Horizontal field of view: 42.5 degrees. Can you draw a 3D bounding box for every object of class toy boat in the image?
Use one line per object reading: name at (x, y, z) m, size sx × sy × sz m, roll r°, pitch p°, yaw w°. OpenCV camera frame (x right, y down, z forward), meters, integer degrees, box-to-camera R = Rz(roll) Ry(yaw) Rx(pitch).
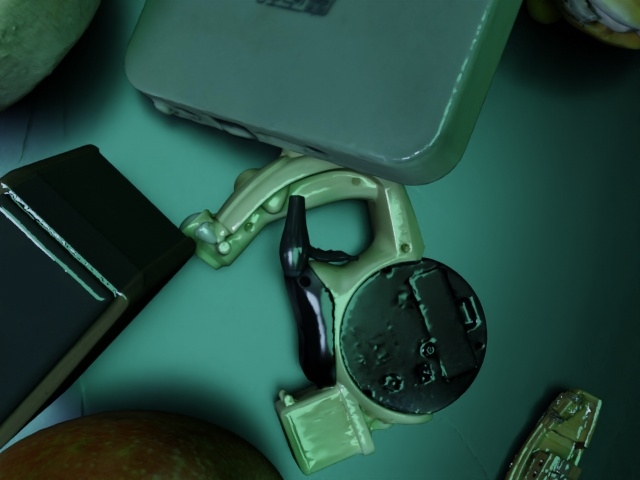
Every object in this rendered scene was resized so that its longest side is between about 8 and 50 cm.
toy boat at (0.246, 0.259, 0.897) m, size 0.064 × 0.072 × 0.206 m, roll 28°, pitch 84°, yaw -3°

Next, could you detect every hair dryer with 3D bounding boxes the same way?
hair dryer at (0.000, 0.000, 0.797) m, size 0.083 × 0.031 × 0.079 m, roll 10°, pitch 78°, yaw -28°

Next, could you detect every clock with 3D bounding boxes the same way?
clock at (0.013, 0.027, 0.861) m, size 0.276 × 0.120 × 0.379 m, roll -24°, pitch 91°, yaw -11°

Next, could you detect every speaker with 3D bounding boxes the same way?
speaker at (-0.259, 0.050, 0.759) m, size 0.153 × 0.192 × 0.231 m, roll 44°, pitch 109°, yaw -2°

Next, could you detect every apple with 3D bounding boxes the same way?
apple at (-0.154, 0.297, 0.721) m, size 0.277 × 0.319 × 0.319 m, roll -27°, pitch 91°, yaw 6°

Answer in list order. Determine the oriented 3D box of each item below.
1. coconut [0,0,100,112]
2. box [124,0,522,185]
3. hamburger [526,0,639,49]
coconut at (-0.385, -0.295, 0.715) m, size 0.360 × 0.346 × 0.346 m, roll 39°, pitch 82°, yaw -39°
box at (0.016, -0.264, 0.800) m, size 0.367 × 0.090 × 0.373 m, roll 20°, pitch 87°, yaw 28°
hamburger at (0.335, -0.326, 0.860) m, size 0.276 × 0.237 × 0.276 m, roll 0°, pitch 89°, yaw -16°
